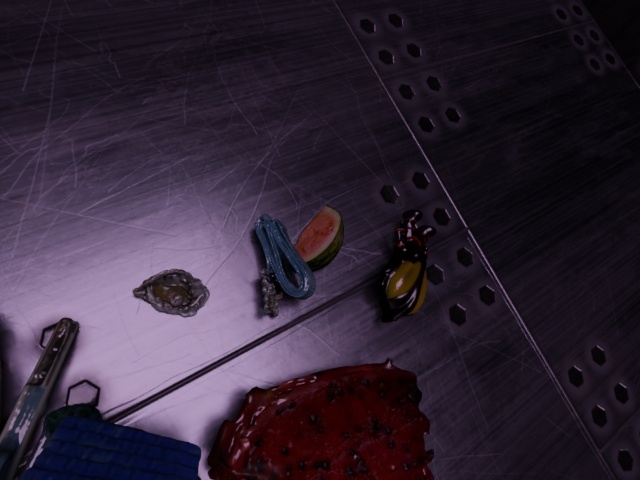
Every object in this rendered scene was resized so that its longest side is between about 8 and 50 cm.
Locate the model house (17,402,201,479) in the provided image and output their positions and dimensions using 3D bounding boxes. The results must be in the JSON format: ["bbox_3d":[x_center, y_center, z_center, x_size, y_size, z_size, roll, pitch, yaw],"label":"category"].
[{"bbox_3d":[-0.258,0.359,0.482,0.252,0.329,0.294,25,63,-15],"label":"model house"}]

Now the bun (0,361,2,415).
[{"bbox_3d":[-0.575,0.182,0.482,0.365,0.219,0.365,9,66,-20],"label":"bun"}]

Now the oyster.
[{"bbox_3d":[-0.251,0.091,0.747,0.098,0.037,0.100,-40,110,-9],"label":"oyster"}]

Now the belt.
[{"bbox_3d":[-0.082,0.039,0.803,0.100,0.065,0.179,-29,66,5],"label":"belt"}]

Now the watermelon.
[{"bbox_3d":[0.010,0.009,0.866,0.163,0.087,0.069,-55,133,-25],"label":"watermelon"}]

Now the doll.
[{"bbox_3d":[0.178,0.056,0.889,0.127,0.088,0.248,32,60,-8],"label":"doll"}]

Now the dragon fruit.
[{"bbox_3d":[-0.001,0.357,0.718,0.329,0.227,0.286,8,35,2],"label":"dragon fruit"}]

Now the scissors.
[{"bbox_3d":[-0.404,0.239,0.598,0.041,0.138,0.289,16,52,-16],"label":"scissors"}]
